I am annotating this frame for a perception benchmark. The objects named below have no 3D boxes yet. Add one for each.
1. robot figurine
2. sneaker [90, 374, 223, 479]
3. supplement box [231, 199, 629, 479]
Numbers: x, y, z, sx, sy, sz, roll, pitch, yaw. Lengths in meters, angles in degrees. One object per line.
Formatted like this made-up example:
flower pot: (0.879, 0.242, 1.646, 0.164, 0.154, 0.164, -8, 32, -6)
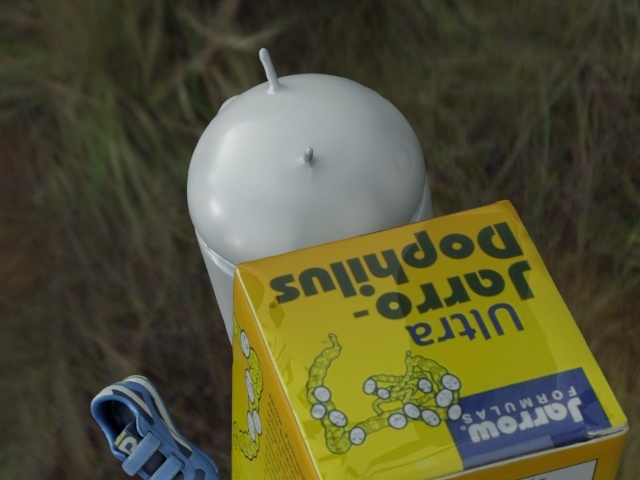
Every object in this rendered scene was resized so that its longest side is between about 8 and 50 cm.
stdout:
robot figurine: (0.000, 0.000, 1.702, 0.199, 0.353, 0.300, -30, 51, -14)
sneaker: (-0.132, 0.171, 1.581, 0.144, 0.059, 0.053, 48, 111, 21)
supplement box: (0.057, 0.175, 1.335, 0.194, 0.356, 0.195, -14, 52, -14)
